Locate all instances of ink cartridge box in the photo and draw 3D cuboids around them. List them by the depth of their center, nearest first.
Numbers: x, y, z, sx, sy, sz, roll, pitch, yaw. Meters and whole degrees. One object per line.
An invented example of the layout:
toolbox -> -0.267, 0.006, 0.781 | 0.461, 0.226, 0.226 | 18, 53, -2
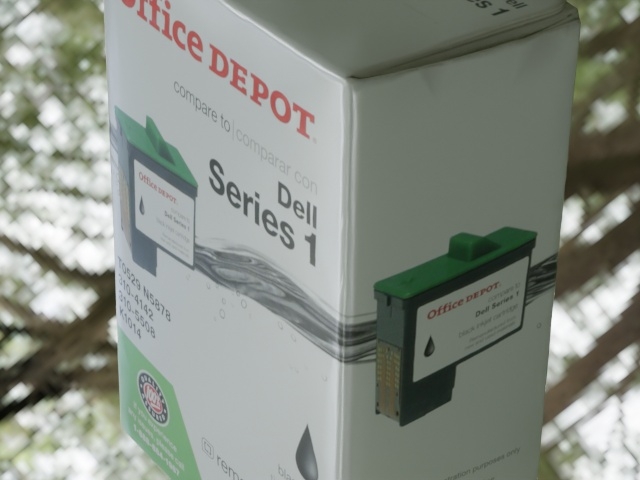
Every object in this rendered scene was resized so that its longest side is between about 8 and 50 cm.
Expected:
ink cartridge box -> 0.000, 0.000, 0.667 | 0.092, 0.219, 0.160 | -19, -145, -29
